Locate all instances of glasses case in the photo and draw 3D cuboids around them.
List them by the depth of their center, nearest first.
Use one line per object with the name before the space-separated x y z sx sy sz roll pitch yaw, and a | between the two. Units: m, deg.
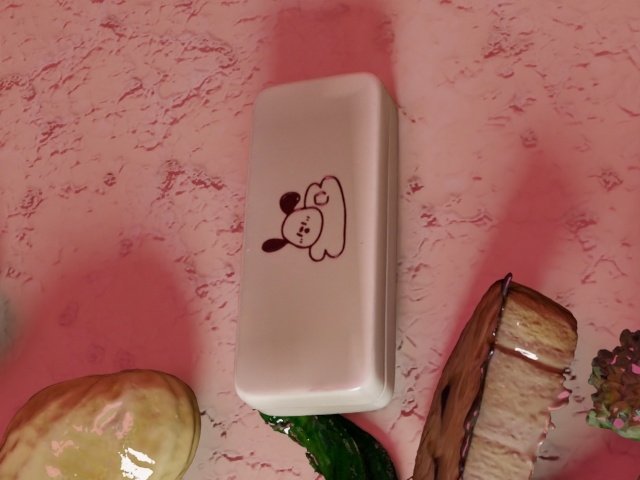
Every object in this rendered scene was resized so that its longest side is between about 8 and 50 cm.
glasses case | 0.000 0.000 1.128 0.131 0.070 0.313 -6 65 19

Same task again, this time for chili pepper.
chili pepper | 0.013 0.256 1.080 0.122 0.065 0.279 -20 66 30

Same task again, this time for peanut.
peanut | -0.247 0.221 1.160 0.319 0.147 0.147 -37 65 14

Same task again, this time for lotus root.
lotus root | 0.128 0.161 1.004 0.074 0.170 0.261 22 78 -8

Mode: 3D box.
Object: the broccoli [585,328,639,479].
broccoli | 0.249 0.240 0.886 0.302 0.249 0.375 -10 77 16
